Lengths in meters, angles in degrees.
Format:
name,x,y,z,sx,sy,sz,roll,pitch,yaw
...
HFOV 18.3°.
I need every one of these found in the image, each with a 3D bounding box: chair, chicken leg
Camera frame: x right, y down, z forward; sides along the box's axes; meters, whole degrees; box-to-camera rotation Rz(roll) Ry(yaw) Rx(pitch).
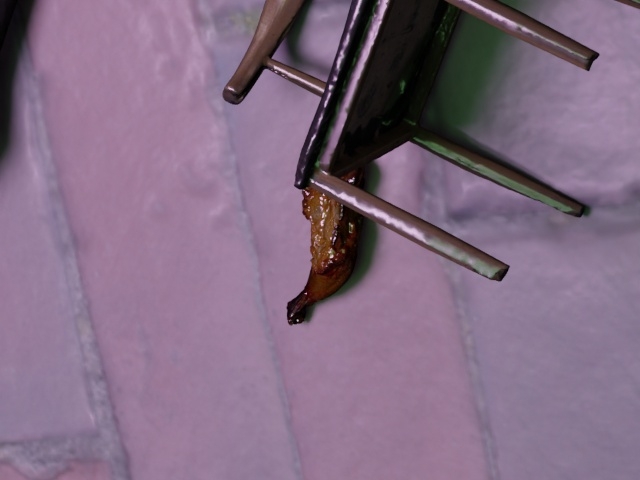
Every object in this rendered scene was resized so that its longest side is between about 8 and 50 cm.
name,x,y,z,sx,sy,sz,roll,pitch,yaw
chair,0.053,-0.119,1.286,0.272,0.166,0.188,28,117,17
chicken leg,0.003,0.002,1.429,0.062,0.037,0.145,29,119,42

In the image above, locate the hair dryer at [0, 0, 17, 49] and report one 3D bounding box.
name,x,y,z,sx,sy,sz,roll,pitch,yaw
hair dryer,-0.391,-0.190,1.532,0.359,0.120,0.303,33,110,15
